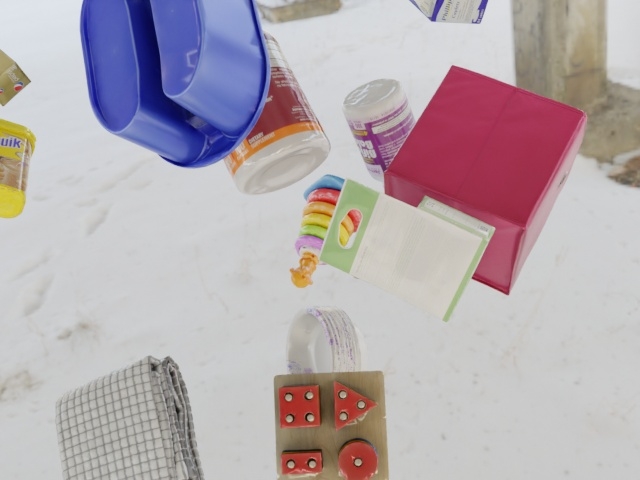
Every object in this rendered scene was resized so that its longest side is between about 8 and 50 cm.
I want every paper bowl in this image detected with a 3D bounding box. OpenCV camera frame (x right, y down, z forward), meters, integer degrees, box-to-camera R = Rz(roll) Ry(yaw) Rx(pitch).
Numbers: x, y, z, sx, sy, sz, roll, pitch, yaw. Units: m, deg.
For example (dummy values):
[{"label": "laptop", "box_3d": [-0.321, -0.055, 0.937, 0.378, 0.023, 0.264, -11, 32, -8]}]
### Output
[{"label": "paper bowl", "box_3d": [0.025, 0.323, 2.100, 0.148, 0.284, 0.284, 1, 20, -28]}]

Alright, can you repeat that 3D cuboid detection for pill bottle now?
[{"label": "pill bottle", "box_3d": [0.182, -0.260, 1.981, 0.169, 0.301, 0.169, -19, 31, 12]}, {"label": "pill bottle", "box_3d": [-0.157, -0.316, 1.629, 0.224, 0.392, 0.224, -26, -13, -6]}]

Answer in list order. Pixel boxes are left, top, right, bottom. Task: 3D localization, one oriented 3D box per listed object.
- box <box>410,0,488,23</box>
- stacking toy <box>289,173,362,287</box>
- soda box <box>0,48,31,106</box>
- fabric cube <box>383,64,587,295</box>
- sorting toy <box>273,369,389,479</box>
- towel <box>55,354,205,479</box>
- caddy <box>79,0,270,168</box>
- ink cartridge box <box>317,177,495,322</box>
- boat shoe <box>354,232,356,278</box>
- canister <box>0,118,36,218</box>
[{"label": "box", "box_3d": [0.291, -0.556, 1.714, 0.137, 0.072, 0.126, -5, 41, -23]}, {"label": "stacking toy", "box_3d": [0.000, 0.000, 1.897, 0.166, 0.175, 0.301, -36, 23, 56]}, {"label": "soda box", "box_3d": [-0.534, -0.288, 1.151, 0.181, 0.058, 0.061, 39, 78, 15]}, {"label": "fabric cube", "box_3d": [0.286, -0.104, 1.339, 0.259, 0.254, 0.258, 24, 66, 18]}, {"label": "sorting toy", "box_3d": [0.023, 0.428, 1.687, 0.256, 0.256, 0.089, -3, -9, 2]}, {"label": "towel", "box_3d": [-0.343, 0.379, 1.369, 0.235, 0.283, 0.121, -23, -20, 16]}, {"label": "caddy", "box_3d": [-0.202, -0.274, 1.090, 0.241, 0.341, 0.179, -23, -21, 27]}, {"label": "ink cartridge box", "box_3d": [0.130, 0.007, 1.181, 0.235, 0.171, 0.056, 27, 35, 11]}, {"label": "boat shoe", "box_3d": [0.106, 0.047, 1.947, 0.063, 0.059, 0.170, 14, 41, -2]}, {"label": "canister", "box_3d": [-0.533, -0.121, 1.213, 0.126, 0.073, 0.169, 15, 38, -28]}]
